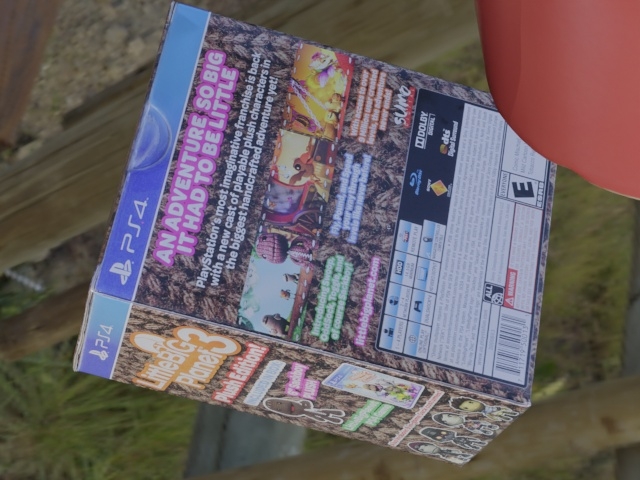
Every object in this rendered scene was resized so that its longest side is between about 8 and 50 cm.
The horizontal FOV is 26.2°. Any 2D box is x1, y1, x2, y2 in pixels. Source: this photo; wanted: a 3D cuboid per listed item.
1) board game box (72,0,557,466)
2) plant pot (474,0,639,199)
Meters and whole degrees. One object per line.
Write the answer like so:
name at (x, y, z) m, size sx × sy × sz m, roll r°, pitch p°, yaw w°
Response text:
board game box at (0.000, 0.000, 0.961) m, size 0.291 × 0.141 × 0.232 m, roll 16°, pitch 61°, yaw -7°
plant pot at (0.174, -0.164, 0.579) m, size 0.275 × 0.275 × 0.243 m, roll -51°, pitch 152°, yaw -40°
